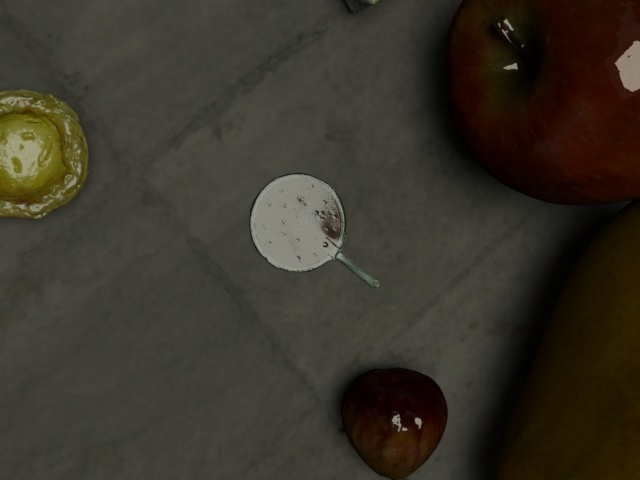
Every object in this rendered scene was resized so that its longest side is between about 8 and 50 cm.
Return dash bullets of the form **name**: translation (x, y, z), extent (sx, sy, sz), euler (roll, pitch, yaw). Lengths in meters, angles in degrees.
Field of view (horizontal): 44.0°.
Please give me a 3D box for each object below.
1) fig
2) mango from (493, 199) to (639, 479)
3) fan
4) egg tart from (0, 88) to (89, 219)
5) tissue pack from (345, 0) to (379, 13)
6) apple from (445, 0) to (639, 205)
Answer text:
- **fig**: translation (0.061, 0.171, 0.668), extent (0.088, 0.089, 0.125), euler (-7, 114, -16)
- **mango**: translation (0.300, 0.120, 0.662), extent (0.264, 0.221, 0.378), euler (37, 92, -19)
- **fan**: translation (0.000, 0.000, 0.677), extent (0.133, 0.005, 0.085), euler (39, 81, -13)
- **egg tart**: translation (-0.226, -0.064, 0.593), extent (0.105, 0.039, 0.105), euler (-1, 92, -16)
- **tissue pack**: translation (0.060, -0.273, 0.658), extent (0.148, 0.060, 0.109), euler (-37, 102, -13)
- **apple**: translation (0.223, -0.135, 0.634), extent (0.229, 0.230, 0.230), euler (0, 92, -16)
